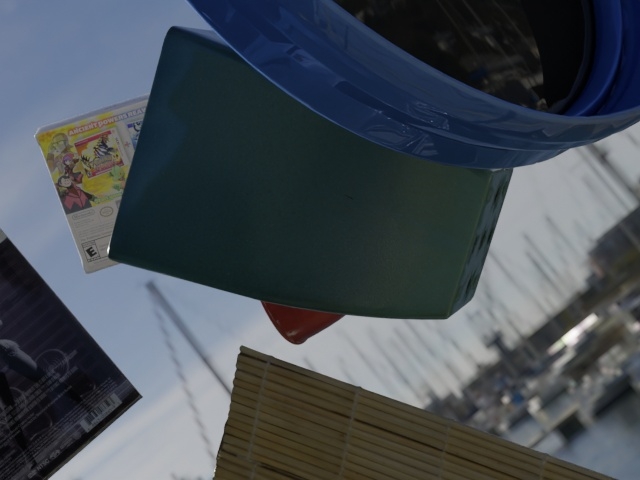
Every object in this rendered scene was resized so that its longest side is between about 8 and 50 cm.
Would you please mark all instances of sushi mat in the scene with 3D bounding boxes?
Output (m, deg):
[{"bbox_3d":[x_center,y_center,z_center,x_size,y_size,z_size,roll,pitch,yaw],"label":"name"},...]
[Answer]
[{"bbox_3d":[0.069,0.188,0.998,0.019,0.316,0.151,1,-73,-71],"label":"sushi mat"}]

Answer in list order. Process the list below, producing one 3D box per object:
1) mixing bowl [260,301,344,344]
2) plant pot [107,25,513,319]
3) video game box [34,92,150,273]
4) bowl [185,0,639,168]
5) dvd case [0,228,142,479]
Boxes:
[{"bbox_3d":[0.000,0.000,1.456,0.098,0.181,0.181,-17,-2,16],"label":"mixing bowl"},{"bbox_3d":[0.005,-0.036,1.076,0.166,0.234,0.165,-21,-51,-74],"label":"plant pot"},{"bbox_3d":[-0.220,-0.078,1.862,0.205,0.187,0.048,-17,20,-2],"label":"video game box"},{"bbox_3d":[0.048,-0.211,0.870,0.391,0.391,0.077,-30,-9,-46],"label":"bowl"},{"bbox_3d":[-0.294,0.115,1.396,0.164,0.221,0.018,-41,-13,-5],"label":"dvd case"}]
